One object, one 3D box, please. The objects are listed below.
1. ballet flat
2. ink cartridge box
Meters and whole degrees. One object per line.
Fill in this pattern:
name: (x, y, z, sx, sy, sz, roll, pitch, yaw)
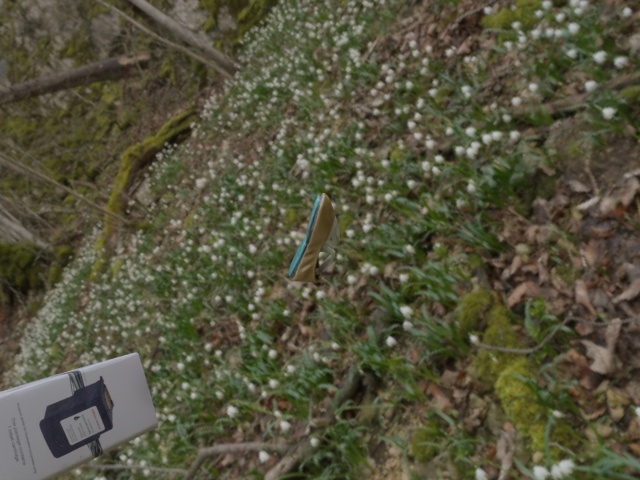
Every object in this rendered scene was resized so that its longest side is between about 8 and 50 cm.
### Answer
ballet flat: (0.000, 0.000, 1.159, 0.232, 0.073, 0.080, 113, 172, -49)
ink cartridge box: (-0.328, 0.212, 0.673, 0.172, 0.100, 0.237, -19, -5, 26)
